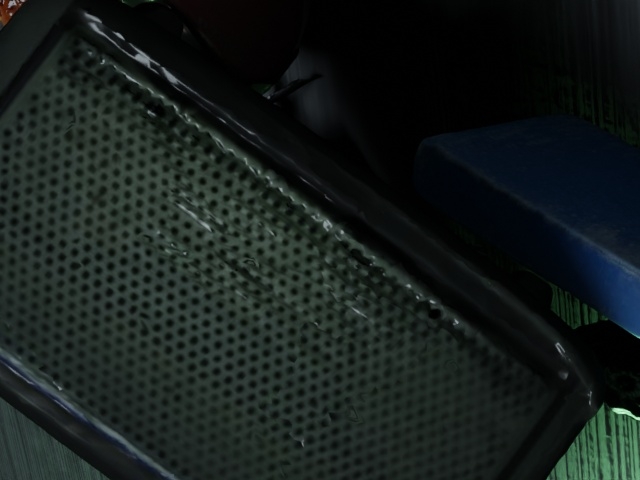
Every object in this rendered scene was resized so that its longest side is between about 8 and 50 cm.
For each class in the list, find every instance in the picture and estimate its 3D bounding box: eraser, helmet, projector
[{"bbox_3d":[0.205,0.009,1.041,0.312,0.144,0.042,35,126,40],"label":"eraser"},{"bbox_3d":[-0.090,-0.206,1.298,0.198,0.154,0.253,35,168,10],"label":"helmet"},{"bbox_3d":[-0.059,0.036,1.141,0.405,0.242,0.395,36,180,-2],"label":"projector"}]

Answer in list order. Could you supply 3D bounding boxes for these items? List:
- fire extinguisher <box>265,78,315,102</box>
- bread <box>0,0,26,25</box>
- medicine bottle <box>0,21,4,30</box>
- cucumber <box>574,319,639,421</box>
[{"bbox_3d":[0.000,0.000,1.411,0.138,0.102,0.344,-34,80,26],"label":"fire extinguisher"},{"bbox_3d":[-0.200,-0.222,1.489,0.160,0.160,0.073,46,139,29],"label":"bread"},{"bbox_3d":[-0.344,-0.124,1.803,0.133,0.133,0.249,57,150,13],"label":"medicine bottle"},{"bbox_3d":[0.265,0.109,1.092,0.303,0.081,0.072,22,86,55],"label":"cucumber"}]
